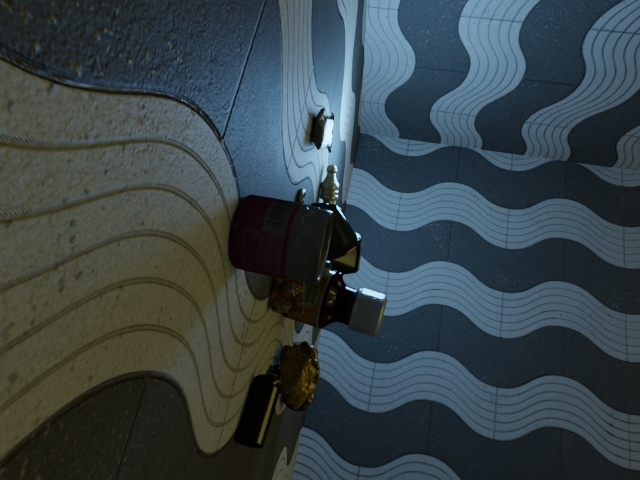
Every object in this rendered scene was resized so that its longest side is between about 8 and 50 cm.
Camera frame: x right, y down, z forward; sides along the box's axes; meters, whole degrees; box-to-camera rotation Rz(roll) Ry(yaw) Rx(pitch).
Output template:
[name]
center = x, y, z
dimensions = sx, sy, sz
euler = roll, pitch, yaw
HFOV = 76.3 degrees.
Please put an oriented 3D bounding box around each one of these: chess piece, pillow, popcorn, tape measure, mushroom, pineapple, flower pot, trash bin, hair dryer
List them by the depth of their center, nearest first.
[hair dryer]
center = -0.193, 0.565, 1.305
dimensions = 0.251, 0.089, 0.197
euler = 101, 3, -53
[pineapple]
center = -0.095, 0.152, 1.385
dimensions = 0.186, 0.115, 0.236
euler = 90, 9, -54
[tape measure]
center = -0.170, 0.510, 1.497
dimensions = 0.094, 0.054, 0.091
euler = -81, 176, -61
[flower pot]
center = 0.010, -0.039, 1.554
dimensions = 0.269, 0.269, 0.166
euler = -66, 145, -63
[pillow]
center = 0.010, -0.439, 1.629
dimensions = 0.255, 0.059, 0.169
euler = -47, 146, -75
[popcorn]
center = -0.087, 0.533, 1.636
dimensions = 0.190, 0.191, 0.253
euler = 43, 63, -35
[mushroom]
center = -0.093, 0.712, 1.999
dimensions = 0.253, 0.154, 0.253
euler = 12, 90, -82
[trash bin]
center = 0.084, 0.051, 2.005
dimensions = 0.290, 0.182, 0.209
euler = 22, 70, -48
[chess piece]
center = 0.043, -0.222, 2.029
dimensions = 0.139, 0.124, 0.307
euler = -6, 105, -49

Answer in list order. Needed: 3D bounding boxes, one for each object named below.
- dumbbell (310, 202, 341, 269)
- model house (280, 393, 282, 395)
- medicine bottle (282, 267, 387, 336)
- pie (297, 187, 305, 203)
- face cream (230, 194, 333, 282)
[dumbbell]
center = 0.000, 0.000, 1.800
dimensions = 0.144, 0.160, 0.324
euler = -8, -112, 65
[model house]
center = -0.159, 0.665, 1.843
dimensions = 0.078, 0.066, 0.083
euler = -92, -153, -70
[medicine bottle]
center = 0.056, 0.231, 1.592
dimensions = 0.242, 0.395, 0.242
euler = 11, 90, -79
[pie]
center = -0.070, -0.155, 1.517
dimensions = 0.084, 0.021, 0.084
euler = 10, 90, -82
[face cream]
center = -0.081, -0.002, 0.910
dimensions = 0.175, 0.195, 0.175
euler = 12, 90, -83
